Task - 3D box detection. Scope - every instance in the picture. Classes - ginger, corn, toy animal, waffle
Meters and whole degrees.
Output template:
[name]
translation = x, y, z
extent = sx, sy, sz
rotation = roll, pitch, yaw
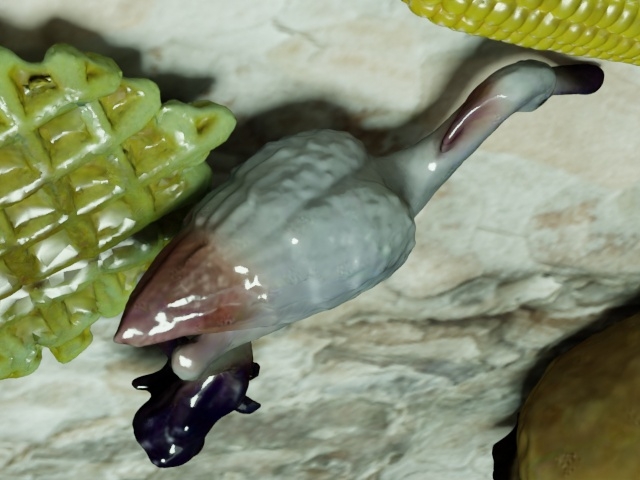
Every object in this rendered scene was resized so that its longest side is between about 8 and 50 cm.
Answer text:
[ginger]
translation = 0.271, 0.125, 1.045
extent = 0.269, 0.200, 0.223
rotation = 8, 129, -34
[corn]
translation = 0.171, -0.138, 0.815
extent = 0.305, 0.106, 0.106
rotation = 4, 129, -25
[toy animal]
translation = 0.004, -0.011, 0.845
extent = 0.324, 0.090, 0.195
rotation = -42, 166, 7
[waffle]
translation = -0.163, -0.010, 0.793
extent = 0.207, 0.054, 0.214
rotation = 7, 129, -38
